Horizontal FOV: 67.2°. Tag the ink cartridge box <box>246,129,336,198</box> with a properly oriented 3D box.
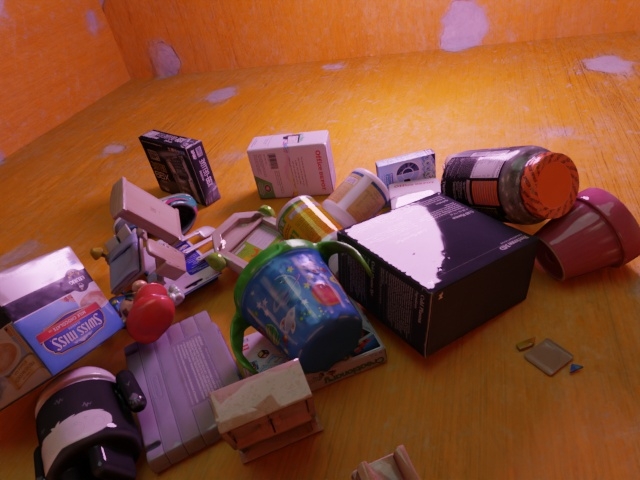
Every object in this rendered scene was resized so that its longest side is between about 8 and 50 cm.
[{"bbox_3d":[-0.095,-0.267,1.713,0.278,0.201,0.117,-3,37,12],"label":"ink cartridge box"}]

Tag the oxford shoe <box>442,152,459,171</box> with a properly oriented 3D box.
[{"bbox_3d":[0.527,-0.213,1.502,0.141,0.146,0.397,-24,37,-16],"label":"oxford shoe"}]

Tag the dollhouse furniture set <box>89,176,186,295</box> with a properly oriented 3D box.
[{"bbox_3d":[-0.568,0.032,1.356,0.303,0.198,0.286,-37,47,17],"label":"dollhouse furniture set"}]

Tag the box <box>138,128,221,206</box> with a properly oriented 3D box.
[{"bbox_3d":[-0.532,-0.277,1.823,0.308,0.242,0.076,20,46,35],"label":"box"}]

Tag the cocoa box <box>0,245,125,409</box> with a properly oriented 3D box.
[{"bbox_3d":[-0.661,0.214,1.046,0.347,0.227,0.231,-31,6,21],"label":"cocoa box"}]

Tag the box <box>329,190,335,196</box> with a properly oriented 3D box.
[{"bbox_3d":[0.117,-0.171,1.622,0.116,0.029,0.162,-31,17,-24],"label":"box"}]

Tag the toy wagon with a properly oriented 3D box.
[{"bbox_3d":[-0.143,0.036,1.386,0.345,0.068,0.267,27,48,15],"label":"toy wagon"}]

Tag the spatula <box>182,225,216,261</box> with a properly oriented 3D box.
[{"bbox_3d":[-0.363,0.005,1.505,0.168,0.019,0.242,18,25,18],"label":"spatula"}]

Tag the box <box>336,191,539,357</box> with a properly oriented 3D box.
[{"bbox_3d":[0.266,0.059,1.143,0.343,0.178,0.312,-21,35,-27],"label":"box"}]

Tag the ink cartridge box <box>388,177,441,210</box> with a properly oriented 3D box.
[{"bbox_3d":[0.293,-0.088,1.446,0.160,0.092,0.219,-6,36,8],"label":"ink cartridge box"}]

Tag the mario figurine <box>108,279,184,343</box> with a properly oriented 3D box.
[{"bbox_3d":[-0.482,0.154,1.214,0.321,0.170,0.198,-9,35,39],"label":"mario figurine"}]

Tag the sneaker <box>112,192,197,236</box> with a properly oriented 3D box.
[{"bbox_3d":[-0.550,-0.066,1.649,0.296,0.123,0.178,-27,28,-21],"label":"sneaker"}]

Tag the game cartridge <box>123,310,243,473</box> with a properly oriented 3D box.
[{"bbox_3d":[-0.305,0.320,1.097,0.230,0.068,0.355,-20,36,-18],"label":"game cartridge"}]

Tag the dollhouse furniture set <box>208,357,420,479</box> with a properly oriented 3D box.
[{"bbox_3d":[-0.032,0.438,0.779,0.362,0.256,0.394,-20,57,-10],"label":"dollhouse furniture set"}]

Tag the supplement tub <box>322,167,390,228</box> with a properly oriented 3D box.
[{"bbox_3d":[0.095,-0.103,1.447,0.199,0.144,0.144,-47,44,-10],"label":"supplement tub"}]

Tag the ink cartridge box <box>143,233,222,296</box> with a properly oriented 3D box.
[{"bbox_3d":[-0.426,0.089,1.442,0.165,0.065,0.333,-29,37,-24],"label":"ink cartridge box"}]

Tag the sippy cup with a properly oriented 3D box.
[{"bbox_3d":[-0.035,0.152,1.028,0.240,0.305,0.224,4,31,-41],"label":"sippy cup"}]

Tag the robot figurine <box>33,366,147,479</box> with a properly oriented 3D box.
[{"bbox_3d":[-0.459,0.380,0.957,0.209,0.173,0.278,-11,35,-33],"label":"robot figurine"}]

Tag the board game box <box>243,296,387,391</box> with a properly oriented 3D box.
[{"bbox_3d":[-0.027,0.252,1.109,0.306,0.053,0.193,-19,35,-9],"label":"board game box"}]

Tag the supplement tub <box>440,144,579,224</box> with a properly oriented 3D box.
[{"bbox_3d":[0.472,-0.142,1.231,0.194,0.193,0.316,-25,16,-18],"label":"supplement tub"}]

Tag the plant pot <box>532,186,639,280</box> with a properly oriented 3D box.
[{"bbox_3d":[0.623,-0.001,1.163,0.180,0.201,0.201,-29,36,2],"label":"plant pot"}]

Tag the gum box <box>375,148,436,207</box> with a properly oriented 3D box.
[{"bbox_3d":[0.277,-0.198,1.547,0.185,0.156,0.041,-14,36,-3],"label":"gum box"}]

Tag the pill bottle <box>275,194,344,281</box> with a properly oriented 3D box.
[{"bbox_3d":[0.000,0.000,1.303,0.136,0.136,0.245,-30,58,-23],"label":"pill bottle"}]

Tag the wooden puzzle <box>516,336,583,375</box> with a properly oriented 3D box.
[{"bbox_3d":[0.477,0.243,1.009,0.079,0.014,0.116,-26,37,-12],"label":"wooden puzzle"}]
